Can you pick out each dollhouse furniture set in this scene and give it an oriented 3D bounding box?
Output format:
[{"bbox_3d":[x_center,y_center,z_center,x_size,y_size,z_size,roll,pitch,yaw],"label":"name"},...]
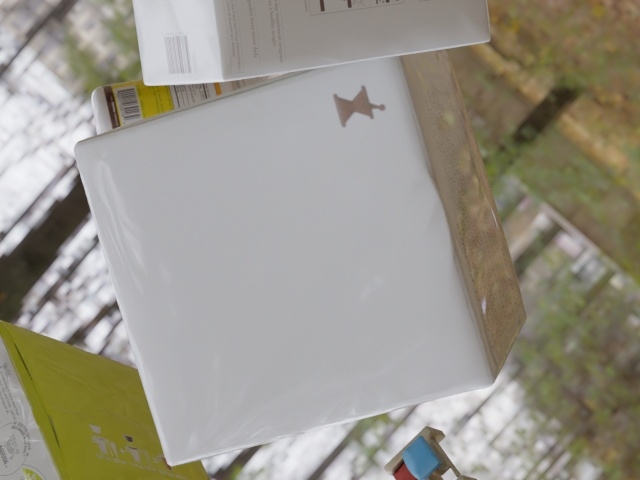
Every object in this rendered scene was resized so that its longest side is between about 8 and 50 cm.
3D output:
[{"bbox_3d":[0.104,0.306,1.880,0.129,0.129,0.183,24,-155,-52],"label":"dollhouse furniture set"}]

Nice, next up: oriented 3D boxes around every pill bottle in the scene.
[{"bbox_3d":[-0.174,-0.153,2.178,0.117,0.215,0.117,170,90,-82],"label":"pill bottle"}]

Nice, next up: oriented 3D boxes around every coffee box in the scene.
[{"bbox_3d":[-0.363,0.366,2.283,0.338,0.334,0.338,26,-153,-49],"label":"coffee box"}]

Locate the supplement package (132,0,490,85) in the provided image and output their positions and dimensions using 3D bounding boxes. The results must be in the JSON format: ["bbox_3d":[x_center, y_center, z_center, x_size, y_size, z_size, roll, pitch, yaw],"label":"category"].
[{"bbox_3d":[-0.009,-0.202,1.337,0.244,0.133,0.139,-12,-170,-30],"label":"supplement package"}]

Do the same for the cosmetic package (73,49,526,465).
[{"bbox_3d":[0.000,0.000,1.756,0.394,0.327,0.329,-24,-82,-78],"label":"cosmetic package"}]
